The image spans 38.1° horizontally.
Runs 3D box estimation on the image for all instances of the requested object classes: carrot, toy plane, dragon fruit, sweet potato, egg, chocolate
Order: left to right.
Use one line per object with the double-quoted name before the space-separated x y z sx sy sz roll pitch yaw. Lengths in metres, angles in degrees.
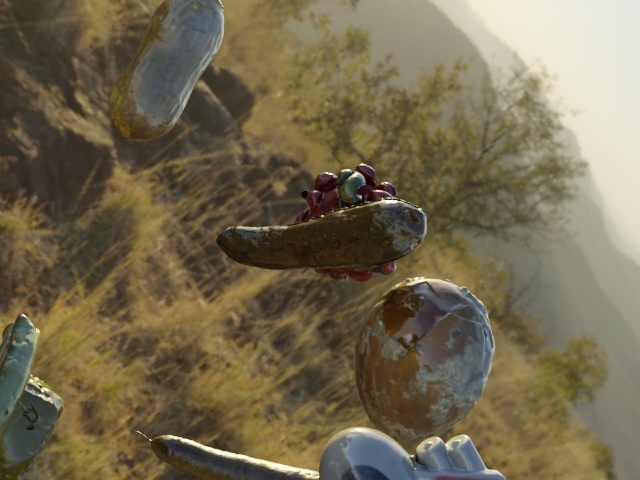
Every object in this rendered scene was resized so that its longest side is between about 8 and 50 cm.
"chocolate" -0.266 -0.311 1.632 0.134 0.309 0.134 24 -12 5
"carrot" -0.124 0.324 1.302 0.298 0.078 0.078 19 15 6
"sweet potato" 0.000 0.000 1.083 0.075 0.273 0.075 20 67 -58
"dragon fruit" 0.069 -0.035 1.662 0.198 0.273 0.218 -17 80 -32
"toy plane" 0.080 0.304 0.944 0.252 0.252 0.118 51 4 -7
"egg" 0.140 0.164 1.282 0.195 0.233 0.195 30 -6 3

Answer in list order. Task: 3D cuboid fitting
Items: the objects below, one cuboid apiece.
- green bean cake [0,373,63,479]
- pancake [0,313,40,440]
"green bean cake" -0.630 0.341 1.738 0.236 0.233 0.124 39 -14 -35
"pancake" -0.430 0.264 1.099 0.054 0.376 0.197 34 -16 -26
